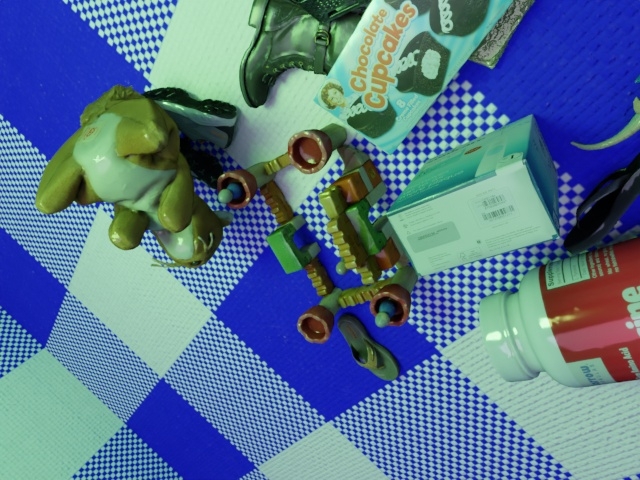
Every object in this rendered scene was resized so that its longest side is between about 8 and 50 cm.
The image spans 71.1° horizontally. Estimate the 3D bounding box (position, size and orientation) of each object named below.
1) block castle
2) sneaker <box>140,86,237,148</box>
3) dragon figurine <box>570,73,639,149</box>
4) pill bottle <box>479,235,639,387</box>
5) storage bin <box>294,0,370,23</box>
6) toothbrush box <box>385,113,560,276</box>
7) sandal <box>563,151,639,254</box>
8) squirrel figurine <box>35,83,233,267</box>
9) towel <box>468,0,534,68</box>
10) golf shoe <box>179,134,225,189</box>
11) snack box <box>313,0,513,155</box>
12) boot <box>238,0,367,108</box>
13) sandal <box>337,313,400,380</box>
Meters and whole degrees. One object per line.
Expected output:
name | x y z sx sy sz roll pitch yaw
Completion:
block castle | 0.000 0.000 0.991 0.303 0.213 0.453 -20 105 34
sneaker | -0.327 -0.295 1.074 0.271 0.100 0.108 23 129 15
dragon figurine | 0.533 -0.233 0.669 0.085 0.144 0.289 40 146 1
pill bottle | 0.509 0.129 0.789 0.407 0.229 0.229 -25 103 35
storage bin | 0.013 -0.486 0.757 0.122 0.084 0.180 -11 84 30
toothbrush box | 0.268 -0.084 0.756 0.216 0.295 0.126 -21 104 35
sandal | 0.501 -0.088 0.766 0.054 0.097 0.255 33 115 7
squirrel figurine | -0.362 -0.129 1.004 0.281 0.397 0.370 -34 136 6
towel | 0.284 -0.380 0.756 0.110 0.027 0.148 32 127 9
golf shoe | -0.326 -0.190 1.153 0.198 0.077 0.094 42 141 6
snack box | 0.145 -0.328 0.785 0.187 0.060 0.322 33 128 -6
boot | -0.036 -0.356 0.900 0.228 0.091 0.263 22 131 5
sandal | 0.118 0.290 1.180 0.090 0.060 0.219 -33 98 36
